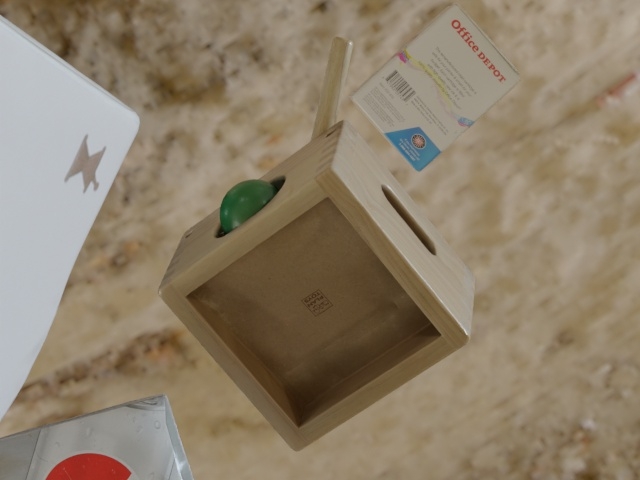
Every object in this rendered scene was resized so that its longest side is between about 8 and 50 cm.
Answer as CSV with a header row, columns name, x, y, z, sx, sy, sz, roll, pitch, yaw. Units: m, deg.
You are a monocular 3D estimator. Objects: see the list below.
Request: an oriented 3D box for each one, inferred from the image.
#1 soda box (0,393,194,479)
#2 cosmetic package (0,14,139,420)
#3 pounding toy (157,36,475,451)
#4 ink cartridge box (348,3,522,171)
name,x,y,z,sx,sy,sz,roll,pitch,yaw
soda box,-0.134,0.152,0.865,0.098,0.091,0.286,-15,171,-17
cosmetic package,-0.385,-0.036,0.951,0.329,0.393,0.327,-66,159,-5
pounding toy,0.000,0.000,0.833,0.130,0.141,0.100,-35,-165,19
ink cartridge box,0.099,-0.133,1.443,0.122,0.088,0.052,-42,-174,2
